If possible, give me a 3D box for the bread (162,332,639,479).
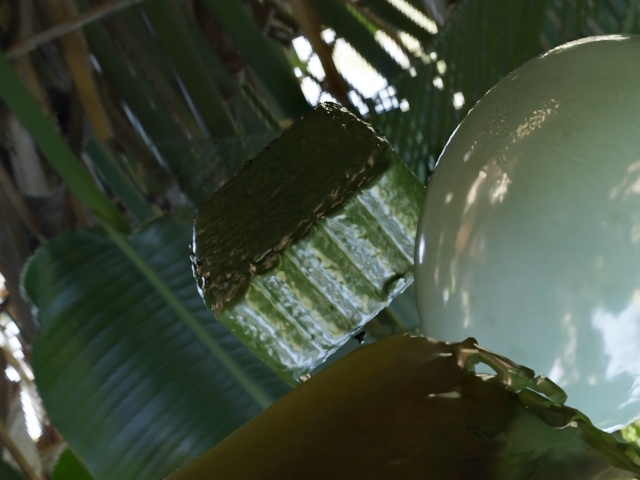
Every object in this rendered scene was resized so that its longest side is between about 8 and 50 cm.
[{"bbox_3d":[-0.007,0.200,0.352,0.376,0.251,0.208,-32,168,-30],"label":"bread"}]

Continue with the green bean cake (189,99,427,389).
[{"bbox_3d":[0.000,0.000,1.431,0.319,0.218,0.335,-42,-151,6],"label":"green bean cake"}]

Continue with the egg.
[{"bbox_3d":[0.221,0.006,0.913,0.276,0.389,0.276,7,-141,-6],"label":"egg"}]
